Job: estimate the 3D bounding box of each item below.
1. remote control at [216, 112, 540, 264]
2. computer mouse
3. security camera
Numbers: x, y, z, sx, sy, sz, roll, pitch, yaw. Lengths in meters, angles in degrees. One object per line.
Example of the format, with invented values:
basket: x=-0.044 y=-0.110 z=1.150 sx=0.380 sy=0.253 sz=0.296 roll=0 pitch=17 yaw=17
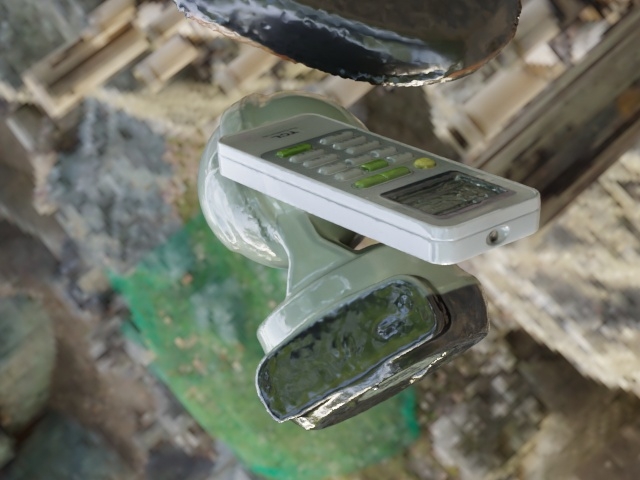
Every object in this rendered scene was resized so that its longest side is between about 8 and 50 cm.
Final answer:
remote control: x=0.035 y=-0.041 z=1.100 sx=0.250 sy=0.103 sz=0.034 roll=25 pitch=124 yaw=45
computer mouse: x=0.011 y=-0.226 z=1.320 sx=0.323 sy=0.183 sz=0.116 roll=19 pitch=152 yaw=-2
security camera: x=0.000 y=0.000 z=1.302 sx=0.277 sy=0.197 sz=0.191 roll=60 pitch=-162 yaw=10
